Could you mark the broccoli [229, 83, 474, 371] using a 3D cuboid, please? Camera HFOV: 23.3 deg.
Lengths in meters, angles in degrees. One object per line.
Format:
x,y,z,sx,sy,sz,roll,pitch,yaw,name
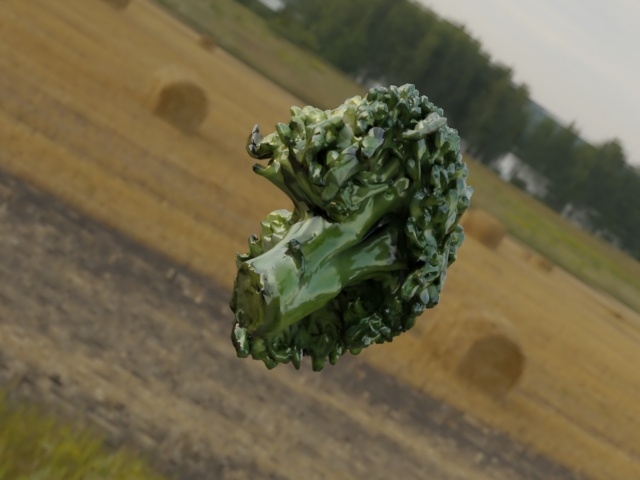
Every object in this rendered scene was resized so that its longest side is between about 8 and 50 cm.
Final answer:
0.000,0.000,0.481,0.097,0.095,0.092,3,24,45,broccoli
